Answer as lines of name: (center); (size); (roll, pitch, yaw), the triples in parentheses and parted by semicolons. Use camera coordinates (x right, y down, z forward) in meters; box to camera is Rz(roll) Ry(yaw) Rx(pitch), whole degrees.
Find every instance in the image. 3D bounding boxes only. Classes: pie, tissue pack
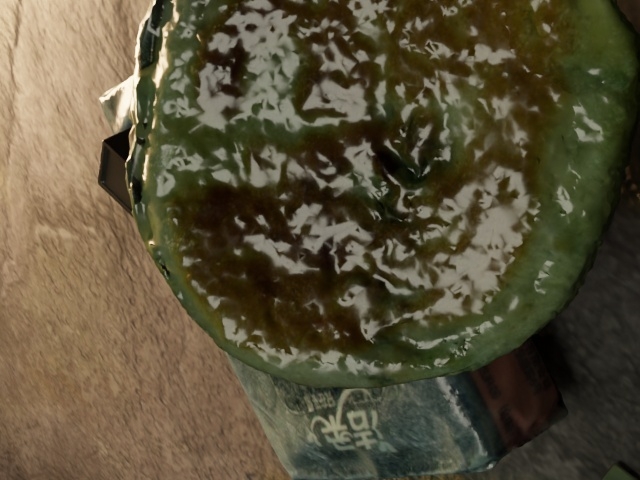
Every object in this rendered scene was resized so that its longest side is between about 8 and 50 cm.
pie: (0.022, -0.065, 0.663); (0.302, 0.067, 0.302); (2, 95, 23)
tissue pack: (0.000, 0.000, 0.834); (0.228, 0.103, 0.315); (-21, 98, 56)

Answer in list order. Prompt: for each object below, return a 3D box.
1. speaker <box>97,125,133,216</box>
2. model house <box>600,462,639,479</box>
speaker: (-0.060, 0.000, 0.780); (0.191, 0.046, 0.040); (42, 140, 23)
model house: (0.161, 0.234, 0.772); (0.100, 0.149, 0.127); (36, 139, 25)
